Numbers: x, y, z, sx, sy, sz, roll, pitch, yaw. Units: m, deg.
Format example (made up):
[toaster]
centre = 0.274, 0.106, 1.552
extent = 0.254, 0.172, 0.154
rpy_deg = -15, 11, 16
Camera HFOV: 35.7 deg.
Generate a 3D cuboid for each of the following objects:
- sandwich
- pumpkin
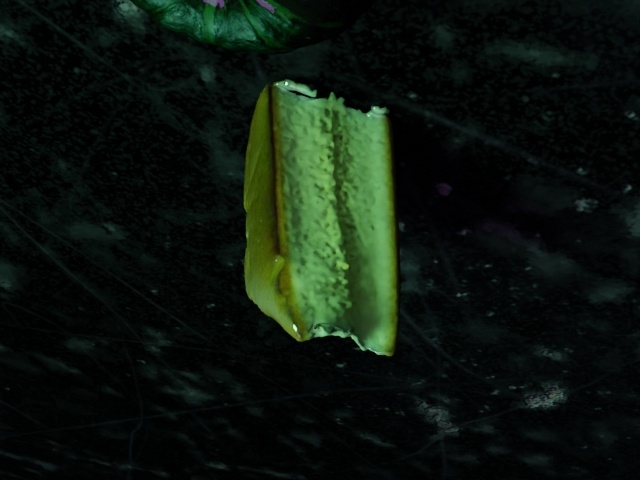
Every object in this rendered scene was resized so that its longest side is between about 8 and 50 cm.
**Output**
[sandwich]
centre = 0.000, 0.000, 0.806
extent = 0.122, 0.235, 0.128
rpy_deg = 5, 146, -8
[pumpkin]
centre = -0.045, -0.200, 0.605
extent = 0.202, 0.140, 0.202
rpy_deg = 8, 144, 6
